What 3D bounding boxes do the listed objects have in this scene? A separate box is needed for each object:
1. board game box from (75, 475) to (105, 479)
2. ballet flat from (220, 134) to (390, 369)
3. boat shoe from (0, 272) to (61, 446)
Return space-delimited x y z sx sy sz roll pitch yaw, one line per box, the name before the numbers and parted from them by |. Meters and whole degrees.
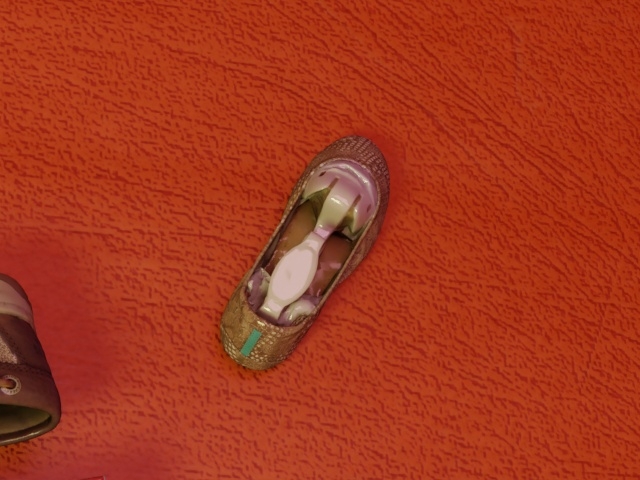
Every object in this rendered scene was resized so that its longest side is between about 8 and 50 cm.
board game box | -0.256 0.261 1.112 0.305 0.053 0.193 -9 71 -21
ballet flat | 0.000 0.000 1.321 0.073 0.067 0.206 29 62 -3
boat shoe | -0.322 0.114 1.135 0.342 0.123 0.123 -10 55 -27
